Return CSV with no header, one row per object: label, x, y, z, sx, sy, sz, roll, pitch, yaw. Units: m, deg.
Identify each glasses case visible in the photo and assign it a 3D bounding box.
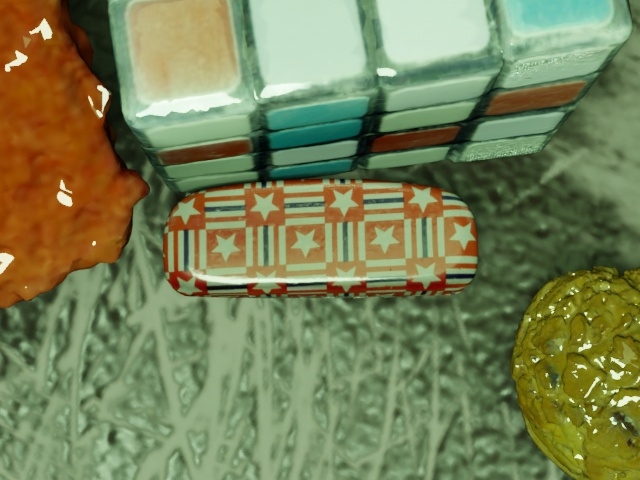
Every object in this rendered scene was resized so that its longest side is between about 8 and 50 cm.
glasses case,0.000,0.000,0.866,0.194,0.049,0.073,0,81,0

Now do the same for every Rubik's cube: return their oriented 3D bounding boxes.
Rubik's cube,0.008,-0.179,0.787,0.253,0.256,0.259,-7,83,-2

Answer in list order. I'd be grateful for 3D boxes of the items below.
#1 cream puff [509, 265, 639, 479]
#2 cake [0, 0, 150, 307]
cream puff,0.180,0.081,0.828,0.126,0.103,0.144,-31,77,-3
cake,-0.275,-0.110,0.708,0.270,0.319,0.270,-23,121,-11
